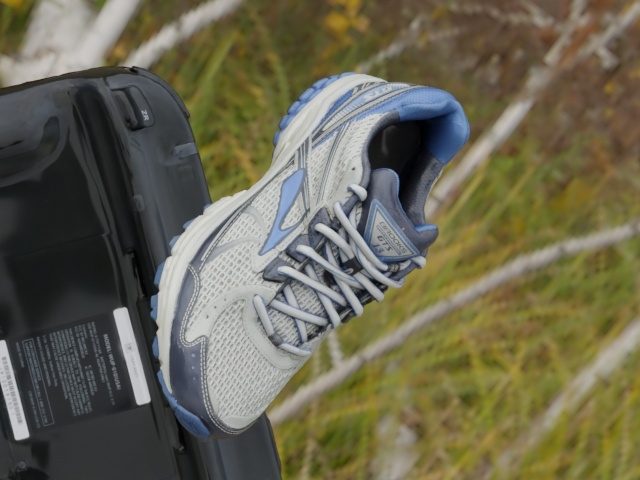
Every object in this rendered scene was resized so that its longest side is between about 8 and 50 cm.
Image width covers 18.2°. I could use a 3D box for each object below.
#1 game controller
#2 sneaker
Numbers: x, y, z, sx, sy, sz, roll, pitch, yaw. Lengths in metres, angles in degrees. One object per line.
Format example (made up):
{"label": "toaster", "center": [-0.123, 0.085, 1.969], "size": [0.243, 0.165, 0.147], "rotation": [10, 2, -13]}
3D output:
{"label": "game controller", "center": [-0.120, 0.067, 1.096], "size": [0.166, 0.067, 0.319], "rotation": [-14, 92, -11]}
{"label": "sneaker", "center": [0.000, 0.000, 0.579], "size": [0.052, 0.058, 0.135], "rotation": [52, 54, -33]}
